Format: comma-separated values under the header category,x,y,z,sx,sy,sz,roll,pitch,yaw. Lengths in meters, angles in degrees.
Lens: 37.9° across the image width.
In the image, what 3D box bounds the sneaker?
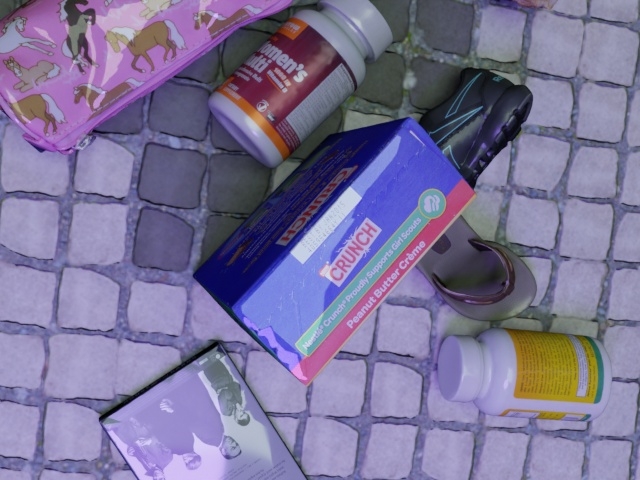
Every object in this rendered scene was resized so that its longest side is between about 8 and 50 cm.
category,x,y,z,sx,sy,sz,roll,pitch,yaw
sneaker,0.165,-0.107,1.226,0.106,0.101,0.267,37,92,18

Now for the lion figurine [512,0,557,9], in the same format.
category,x,y,z,sx,sy,sz,roll,pitch,yaw
lion figurine,0.210,-0.493,1.193,0.392,0.142,0.240,39,87,-2

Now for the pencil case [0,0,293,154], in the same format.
category,x,y,z,sx,sy,sz,roll,pitch,yaw
pencil case,-0.207,-0.257,1.083,0.386,0.160,0.167,-37,125,-10

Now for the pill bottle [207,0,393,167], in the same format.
category,x,y,z,sx,sy,sz,roll,pitch,yaw
pill bottle,-0.022,-0.204,1.148,0.221,0.121,0.121,-46,102,-7

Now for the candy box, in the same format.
category,x,y,z,sx,sy,sz,roll,pitch,yaw
candy box,0.000,0.000,1.063,0.122,0.317,0.268,45,83,-12

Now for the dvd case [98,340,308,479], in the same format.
category,x,y,z,sx,sy,sz,roll,pitch,yaw
dvd case,-0.142,0.276,1.192,0.179,0.029,0.238,-32,100,-10

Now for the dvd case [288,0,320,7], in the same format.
category,x,y,z,sx,sy,sz,roll,pitch,yaw
dvd case,0.043,-0.395,1.206,0.221,0.018,0.164,-10,95,-13

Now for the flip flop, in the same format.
category,x,y,z,sx,sy,sz,roll,pitch,yaw
flip flop,0.197,0.036,1.194,0.112,0.080,0.277,-50,132,1

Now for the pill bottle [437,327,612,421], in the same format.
category,x,y,z,sx,sy,sz,roll,pitch,yaw
pill bottle,0.268,0.177,1.240,0.209,0.117,0.117,6,92,-14
